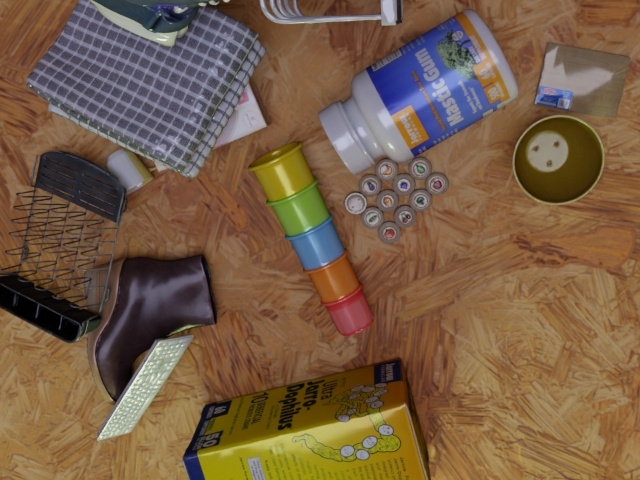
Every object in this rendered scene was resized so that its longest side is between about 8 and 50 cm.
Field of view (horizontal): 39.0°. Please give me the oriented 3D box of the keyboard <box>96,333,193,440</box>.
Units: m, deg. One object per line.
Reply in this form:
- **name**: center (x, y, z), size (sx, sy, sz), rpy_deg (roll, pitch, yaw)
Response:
- **keyboard**: center (-0.290, 0.243, 1.487), size (0.256, 0.072, 0.014), rpy_deg (-55, 54, 29)

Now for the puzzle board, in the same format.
- **puzzle board**: center (0.401, -0.245, 1.388), size (0.128, 0.011, 0.096), rpy_deg (10, 105, 1)

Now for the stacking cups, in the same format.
- **stacking cups**: center (0.000, 0.000, 1.436), size (0.096, 0.096, 0.316), rpy_deg (-26, 105, 9)

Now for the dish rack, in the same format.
- **dish rack**: center (-0.411, 0.001, 1.425), size (0.208, 0.074, 0.271), rpy_deg (22, 105, 22)

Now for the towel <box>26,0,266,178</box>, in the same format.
- **towel**: center (-0.255, -0.249, 1.297), size (0.284, 0.121, 0.235), rpy_deg (27, 88, 13)

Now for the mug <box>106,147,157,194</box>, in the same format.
- **mug**: center (-0.303, -0.115, 1.441), size (0.062, 0.078, 0.064), rpy_deg (-30, 92, 42)

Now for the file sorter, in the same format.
- **file sorter**: center (0.022, -0.392, 1.239), size (0.173, 0.277, 0.192), rpy_deg (-1, 104, 7)

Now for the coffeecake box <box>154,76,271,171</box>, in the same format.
- **coffeecake box**: center (-0.190, -0.209, 1.398), size (0.185, 0.068, 0.142), rpy_deg (-22, 100, 8)

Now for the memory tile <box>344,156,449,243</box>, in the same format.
- **memory tile**: center (0.120, -0.075, 1.444), size (0.113, 0.012, 0.148), rpy_deg (42, 103, -7)

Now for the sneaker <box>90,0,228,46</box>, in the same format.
- **sneaker**: center (-0.148, -0.332, 1.125), size (0.323, 0.236, 0.130), rpy_deg (7, 72, 3)

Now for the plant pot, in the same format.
- **plant pot**: center (0.352, -0.129, 1.375), size (0.134, 0.095, 0.134), rpy_deg (1, 104, 2)

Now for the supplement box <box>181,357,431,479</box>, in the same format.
- **supplement box**: center (-0.012, 0.350, 1.463), size (0.357, 0.194, 0.195), rpy_deg (-15, 103, 6)

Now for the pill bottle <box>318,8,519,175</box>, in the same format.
- **pill bottle**: center (0.140, -0.210, 1.338), size (0.272, 0.152, 0.152), rpy_deg (-30, 101, 9)

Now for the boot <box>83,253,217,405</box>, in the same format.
- **boot**: center (-0.273, 0.147, 1.479), size (0.207, 0.090, 0.248), rpy_deg (-5, 100, 6)
